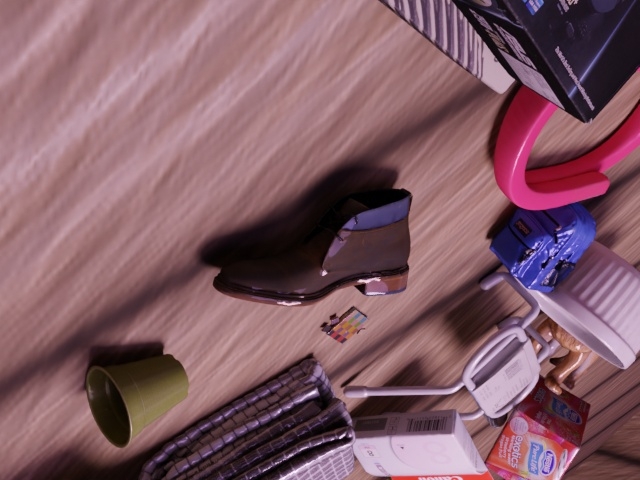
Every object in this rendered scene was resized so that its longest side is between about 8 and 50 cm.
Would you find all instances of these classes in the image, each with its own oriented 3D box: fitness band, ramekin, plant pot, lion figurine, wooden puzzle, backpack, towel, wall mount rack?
[{"bbox_3d":[0.316,-0.138,0.740,0.290,0.054,0.209,-14,137,-31],"label":"fitness band"},{"bbox_3d":[0.397,0.080,0.934,0.109,0.207,0.207,-49,145,2],"label":"ramekin"},{"bbox_3d":[-0.178,0.150,0.631,0.079,0.083,0.083,-19,144,-45],"label":"plant pot"},{"bbox_3d":[0.498,0.166,1.194,0.240,0.142,0.392,-52,161,9],"label":"lion figurine"},{"bbox_3d":[0.035,0.111,0.820,0.049,0.006,0.083,-40,145,5],"label":"wooden puzzle"},{"bbox_3d":[0.295,-0.003,0.834,0.101,0.098,0.120,10,125,-42],"label":"backpack"},{"bbox_3d":[-0.077,0.316,0.863,0.283,0.121,0.235,-28,145,-12],"label":"towel"},{"bbox_3d":[0.217,0.209,0.997,0.304,0.130,0.350,-41,145,0],"label":"wall mount rack"}]

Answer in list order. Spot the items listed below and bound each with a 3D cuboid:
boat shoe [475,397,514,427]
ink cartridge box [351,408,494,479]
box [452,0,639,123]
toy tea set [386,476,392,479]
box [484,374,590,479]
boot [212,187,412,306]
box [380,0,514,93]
[{"bbox_3d":[0.361,0.302,1.256,0.075,0.083,0.226,-29,144,-9],"label":"boat shoe"},{"bbox_3d":[0.174,0.377,1.043,0.188,0.066,0.232,-14,116,29],"label":"ink cartridge box"},{"bbox_3d":[0.155,-0.175,0.365,0.147,0.077,0.180,-51,143,12],"label":"box"},{"bbox_3d":[0.167,0.471,1.267,0.200,0.124,0.336,-50,141,-46],"label":"toy tea set"},{"bbox_3d":[0.417,0.363,1.196,0.256,0.122,0.128,-8,126,-63],"label":"box"},{"bbox_3d":[0.000,0.000,0.626,0.219,0.082,0.106,-4,112,-33],"label":"boot"},{"bbox_3d":[0.064,-0.204,0.402,0.275,0.094,0.113,14,121,-48],"label":"box"}]
